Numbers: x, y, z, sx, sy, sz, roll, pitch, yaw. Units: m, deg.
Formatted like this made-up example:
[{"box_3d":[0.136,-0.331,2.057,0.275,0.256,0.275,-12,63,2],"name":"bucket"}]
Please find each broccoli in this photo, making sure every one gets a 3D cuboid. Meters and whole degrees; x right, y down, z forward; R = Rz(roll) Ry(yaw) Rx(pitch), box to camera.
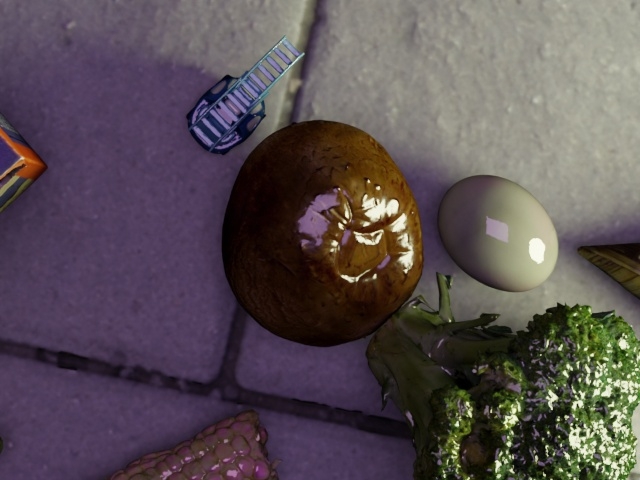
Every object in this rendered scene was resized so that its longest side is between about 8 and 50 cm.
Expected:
[{"box_3d":[0.176,0.162,1.649,0.283,0.321,0.304,37,76,23],"name":"broccoli"}]

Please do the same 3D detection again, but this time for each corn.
[{"box_3d":[-0.192,0.283,1.694,0.335,0.126,0.127,-29,93,-7],"name":"corn"}]

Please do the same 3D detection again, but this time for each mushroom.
[{"box_3d":[0.009,0.002,1.670,0.194,0.138,0.231,-42,118,-28],"name":"mushroom"}]

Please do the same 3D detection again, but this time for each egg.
[{"box_3d":[0.179,-0.007,1.720,0.135,0.103,0.103,41,88,-7],"name":"egg"}]

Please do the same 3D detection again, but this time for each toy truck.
[{"box_3d":[-0.075,-0.146,1.714,0.063,0.074,0.136,44,87,-3],"name":"toy truck"}]

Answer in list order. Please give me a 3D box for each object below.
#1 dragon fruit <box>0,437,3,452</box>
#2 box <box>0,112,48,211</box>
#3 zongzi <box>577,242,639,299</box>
[{"box_3d":[-0.465,0.238,1.638,0.273,0.218,0.198,-49,131,-7],"name":"dragon fruit"},{"box_3d":[-0.490,-0.093,1.594,0.318,0.257,0.349,-41,93,-4],"name":"box"},{"box_3d":[0.428,-0.006,1.743,0.241,0.111,0.248,39,83,3],"name":"zongzi"}]
